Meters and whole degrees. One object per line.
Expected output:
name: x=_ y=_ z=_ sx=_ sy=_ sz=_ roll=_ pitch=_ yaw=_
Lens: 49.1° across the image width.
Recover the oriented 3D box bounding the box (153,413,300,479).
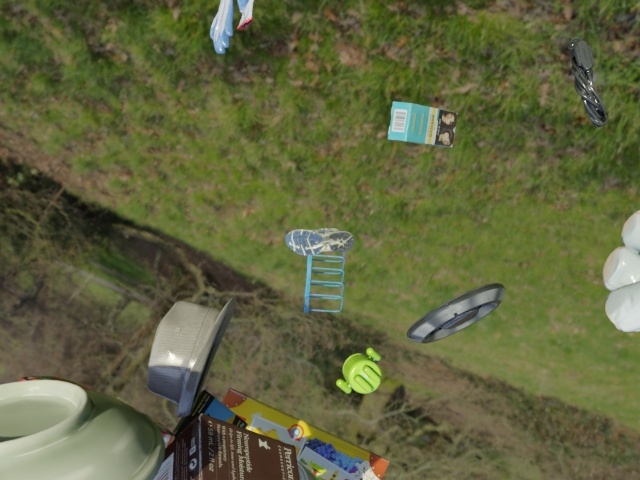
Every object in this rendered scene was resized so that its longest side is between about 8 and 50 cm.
box: x=-0.160 y=0.426 z=1.169 sx=0.203 sy=0.168 sz=0.167 roll=28 pitch=118 yaw=-29

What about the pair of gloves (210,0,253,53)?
pair of gloves: x=-0.158 y=-0.431 z=1.265 sx=0.023 sy=0.159 sz=0.198 roll=8 pitch=166 yaw=-29

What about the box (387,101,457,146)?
box: x=0.278 y=-0.309 z=1.885 sx=0.060 sy=0.100 sz=0.244 roll=14 pitch=-168 yaw=38

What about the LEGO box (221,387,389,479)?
LEGO box: x=-0.108 y=0.702 z=2.011 sx=0.500 sy=0.372 sz=0.193 roll=23 pitch=163 yaw=6

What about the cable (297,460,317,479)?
cable: x=-0.120 y=0.610 z=1.598 sx=0.257 sy=0.257 sz=0.089 roll=0 pitch=125 yaw=41

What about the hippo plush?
hippo plush: x=0.645 y=0.054 z=1.155 sx=0.237 sy=0.234 sz=0.294 roll=20 pitch=157 yaw=-10

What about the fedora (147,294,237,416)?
fedora: x=-0.281 y=0.222 z=1.459 sx=0.124 sy=0.275 sz=0.243 roll=20 pitch=161 yaw=-2

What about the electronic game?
electronic game: x=0.286 y=0.154 z=1.479 sx=0.229 sy=0.229 sz=0.048 roll=96 pitch=150 yaw=-67

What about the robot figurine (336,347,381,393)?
robot figurine: x=0.081 y=0.262 z=1.382 sx=0.067 sy=0.101 sz=0.115 roll=42 pitch=177 yaw=-8

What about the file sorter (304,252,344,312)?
file sorter: x=0.012 y=0.102 z=1.936 sx=0.105 sy=0.170 sz=0.118 roll=4 pitch=152 yaw=-1

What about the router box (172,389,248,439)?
router box: x=-0.256 y=0.438 z=1.535 sx=0.133 sy=0.179 sz=0.046 roll=41 pitch=135 yaw=-10

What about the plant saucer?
plant saucer: x=-0.419 y=0.276 z=0.951 sx=0.401 sy=0.401 sz=0.100 roll=9 pitch=107 yaw=43

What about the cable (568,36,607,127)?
cable: x=0.516 y=-0.292 z=1.358 sx=0.047 sy=0.184 sz=0.150 roll=-14 pitch=150 yaw=19

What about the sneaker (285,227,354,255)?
sneaker: x=0.000 y=0.000 z=1.371 sx=0.135 sy=0.052 sz=0.058 roll=3 pitch=-167 yaw=6

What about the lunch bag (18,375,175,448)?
lunch bag: x=-0.432 y=0.362 z=1.355 sx=0.258 sy=0.120 sz=0.293 roll=7 pitch=160 yaw=46
